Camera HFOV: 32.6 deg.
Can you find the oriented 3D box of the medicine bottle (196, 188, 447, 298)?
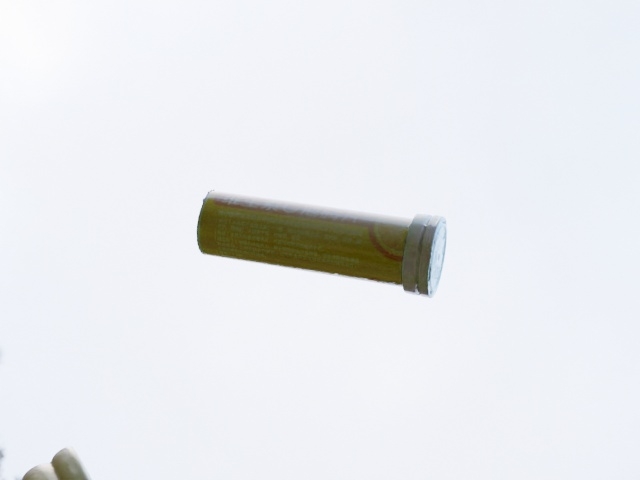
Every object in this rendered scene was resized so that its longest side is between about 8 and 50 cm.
[{"bbox_3d":[0.000,0.000,0.979,0.218,0.074,0.073,8,-69,16],"label":"medicine bottle"}]

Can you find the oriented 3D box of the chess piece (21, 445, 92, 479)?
[{"bbox_3d":[-0.425,0.412,1.435,0.167,0.300,0.167,50,-24,32],"label":"chess piece"}]
